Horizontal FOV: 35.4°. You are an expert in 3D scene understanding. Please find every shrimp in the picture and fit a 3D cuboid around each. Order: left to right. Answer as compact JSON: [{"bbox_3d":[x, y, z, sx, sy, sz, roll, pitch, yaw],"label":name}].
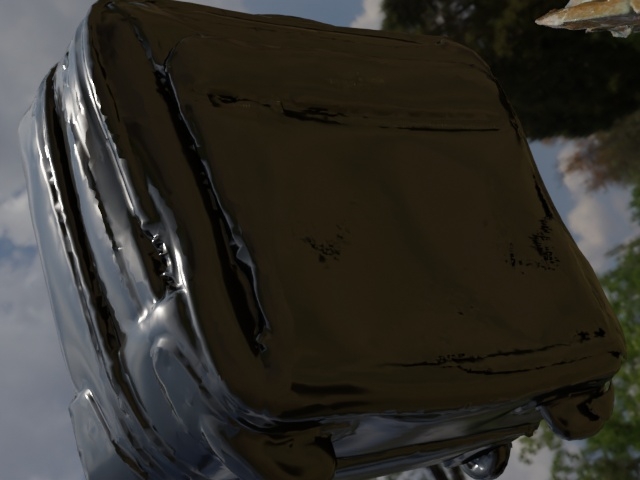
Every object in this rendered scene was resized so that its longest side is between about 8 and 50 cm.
[{"bbox_3d":[0.248,-0.199,0.855,0.251,0.143,0.052,-150,52,-78],"label":"shrimp"}]

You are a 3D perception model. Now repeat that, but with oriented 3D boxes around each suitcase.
[{"bbox_3d":[0.000,0.000,0.653,0.345,0.188,0.339,-2,-120,-37],"label":"suitcase"}]
